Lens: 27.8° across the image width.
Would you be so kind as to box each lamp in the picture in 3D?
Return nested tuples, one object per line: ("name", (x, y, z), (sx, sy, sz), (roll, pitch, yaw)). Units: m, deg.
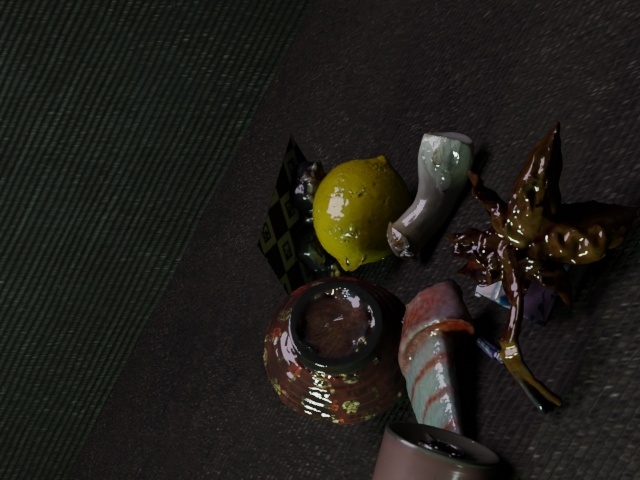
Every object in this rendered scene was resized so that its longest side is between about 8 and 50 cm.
("lamp", (0.034, 0.167, 1.971), (0.247, 0.247, 0.247), (-54, 20, 31))

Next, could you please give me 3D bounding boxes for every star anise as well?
("star anise", (0.266, 0.034, 1.560), (0.148, 0.237, 0.346), (15, -102, -81))

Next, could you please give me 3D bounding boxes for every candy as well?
("candy", (0.274, 0.018, 1.675), (0.160, 0.092, 0.073), (-66, 19, 0))

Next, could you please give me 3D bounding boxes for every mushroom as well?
("mushroom", (0.177, -0.070, 2.087), (0.081, 0.092, 0.223), (47, 120, 54))

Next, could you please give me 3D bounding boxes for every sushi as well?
("sushi", (0.000, 0.000, 2.318), (0.059, 0.294, 0.292), (-8, 47, 24))

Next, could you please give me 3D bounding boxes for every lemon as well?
("lemon", (0.071, -0.046, 2.222), (0.173, 0.173, 0.206), (-31, 47, 61))

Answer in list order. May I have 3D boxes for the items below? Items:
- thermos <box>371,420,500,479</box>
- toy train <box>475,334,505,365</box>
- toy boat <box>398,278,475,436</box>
("thermos", (0.105, 0.367, 1.607), (0.176, 0.146, 0.265), (24, 99, 45))
("toy train", (0.232, 0.148, 1.746), (0.017, 0.017, 0.083), (-64, 18, 6))
("toy boat", (0.167, 0.214, 1.771), (0.206, 0.096, 0.282), (114, 155, -47))
